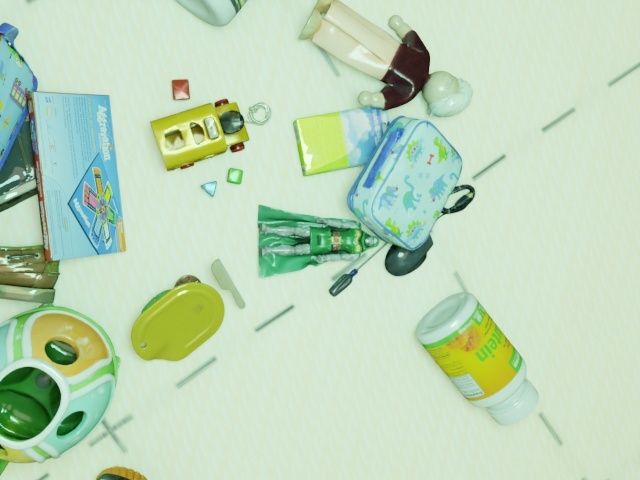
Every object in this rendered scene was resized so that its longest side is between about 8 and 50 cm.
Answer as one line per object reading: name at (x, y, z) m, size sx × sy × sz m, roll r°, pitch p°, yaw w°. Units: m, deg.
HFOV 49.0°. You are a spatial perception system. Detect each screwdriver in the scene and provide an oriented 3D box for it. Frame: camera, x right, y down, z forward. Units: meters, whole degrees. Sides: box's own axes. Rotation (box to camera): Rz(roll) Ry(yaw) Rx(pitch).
screwdriver at (0.081, 0.048, 1.365) m, size 0.170 × 0.025 × 0.024 m, roll -42°, pitch 99°, yaw -16°

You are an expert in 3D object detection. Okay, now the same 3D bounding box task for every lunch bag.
lunch bag at (-0.556, -0.220, 1.080) m, size 0.138 × 0.221 × 0.293 m, roll 24°, pitch 74°, yaw 18°
lunch bag at (0.157, -0.109, 1.299) m, size 0.176 × 0.090 × 0.219 m, roll 35°, pitch 80°, yaw -39°

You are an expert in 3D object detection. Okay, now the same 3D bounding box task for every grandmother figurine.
grandmother figurine at (0.131, -0.332, 1.311) m, size 0.342 × 0.104 × 0.208 m, roll 27°, pitch 80°, yaw -10°

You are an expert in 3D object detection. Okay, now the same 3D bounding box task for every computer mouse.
computer mouse at (0.219, -0.022, 1.374) m, size 0.071 × 0.041 × 0.242 m, roll 44°, pitch 83°, yaw -9°

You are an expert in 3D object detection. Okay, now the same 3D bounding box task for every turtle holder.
turtle holder at (-0.491, 0.258, 1.150) m, size 0.320 × 0.227 × 0.243 m, roll -30°, pitch 98°, yaw -9°

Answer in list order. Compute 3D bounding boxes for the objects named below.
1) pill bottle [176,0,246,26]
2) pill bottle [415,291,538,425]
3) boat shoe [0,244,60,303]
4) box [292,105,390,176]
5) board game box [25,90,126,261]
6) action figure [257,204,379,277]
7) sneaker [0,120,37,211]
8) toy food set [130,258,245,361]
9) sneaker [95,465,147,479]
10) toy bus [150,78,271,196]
pill bottle at (-0.139, -0.555, 1.208) m, size 0.188 × 0.188 × 0.334 m, roll 37°, pitch 85°, yaw -10°
pill bottle at (0.308, 0.232, 1.352) m, size 0.136 × 0.136 × 0.246 m, roll -40°, pitch 99°, yaw -7°
boat shoe at (-0.602, 0.035, 1.188) m, size 0.307 × 0.110 × 0.105 m, roll 10°, pitch 86°, yaw -21°
box at (0.045, -0.191, 1.331) m, size 0.178 × 0.042 × 0.109 m, roll -12°, pitch 95°, yaw -12°
board game box at (-0.418, -0.112, 1.213) m, size 0.145 × 0.027 × 0.281 m, roll -8°, pitch 94°, yaw -46°
action figure at (0.000, 0.000, 1.324) m, size 0.232 × 0.063 × 0.137 m, roll 0°, pitch 89°, yaw -15°
sneaker at (-0.562, -0.115, 1.203) m, size 0.222 × 0.083 × 0.118 m, roll -28°, pitch 93°, yaw -19°
toy food set at (-0.249, 0.127, 1.280) m, size 0.218 × 0.071 × 0.128 m, roll -38°, pitch 122°, yaw -6°
sneaker at (-0.315, 0.522, 1.264) m, size 0.262 × 0.099 × 0.121 m, roll 43°, pitch 89°, yaw -9°
toy bus at (-0.202, -0.194, 1.251) m, size 0.191 × 0.104 × 0.202 m, roll 25°, pitch 88°, yaw -11°
